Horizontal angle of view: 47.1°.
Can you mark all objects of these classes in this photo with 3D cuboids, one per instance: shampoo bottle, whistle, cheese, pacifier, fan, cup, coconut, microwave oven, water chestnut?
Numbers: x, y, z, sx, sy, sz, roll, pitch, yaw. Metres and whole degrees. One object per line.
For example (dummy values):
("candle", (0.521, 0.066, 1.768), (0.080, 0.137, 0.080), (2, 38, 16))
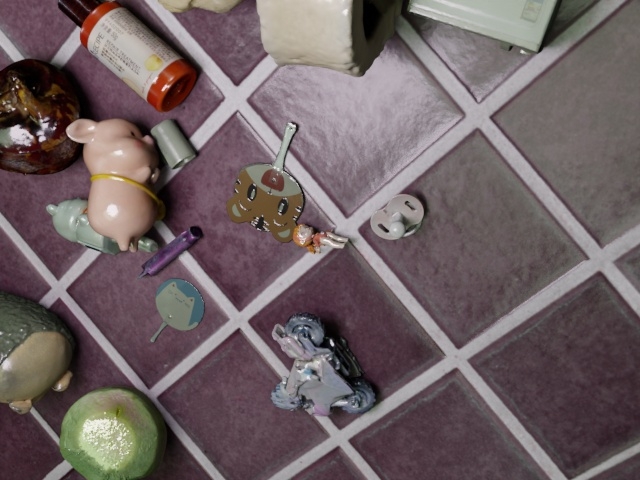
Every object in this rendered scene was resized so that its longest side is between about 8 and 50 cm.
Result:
("shampoo bottle", (-0.358, -0.358, 1.334), (0.278, 0.104, 0.104), (41, 115, 5))
("whistle", (-0.439, -0.027, 1.465), (0.253, 0.101, 0.106), (19, 108, 17))
("whistle", (-0.304, 0.027, 1.468), (0.176, 0.033, 0.033), (-35, 92, 25))
("cheese", (0.032, -0.414, 1.068), (0.153, 0.332, 0.292), (15, 137, 16))
("pacifier", (0.136, -0.029, 1.264), (0.081, 0.078, 0.099), (39, 116, -18))
("fan", (-0.307, 0.153, 1.522), (0.113, 0.005, 0.175), (41, 114, 4))
("cup", (-0.280, -0.180, 1.394), (0.054, 0.075, 0.083), (-32, 90, -16))
("coconut", (-0.433, 0.407, 1.539), (0.235, 0.236, 0.205), (-12, 78, 23))
("microwave oven", (0.255, -0.378, 1.085), (0.204, 0.129, 0.163), (23, 110, 13))
("fan", (-0.087, -0.113, 1.358), (0.152, 0.008, 0.227), (25, 114, 13))
("water chestnut", (-0.554, -0.237, 1.382), (0.223, 0.238, 0.224), (0, 67, 1))

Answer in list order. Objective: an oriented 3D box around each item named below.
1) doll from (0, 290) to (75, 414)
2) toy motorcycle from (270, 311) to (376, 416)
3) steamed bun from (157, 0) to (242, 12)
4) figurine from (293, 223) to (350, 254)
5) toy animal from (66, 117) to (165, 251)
("doll", (-0.695, 0.226, 1.575), (0.349, 0.247, 0.248), (25, 113, 22))
("toy motorcycle", (-0.032, 0.257, 1.393), (0.204, 0.108, 0.239), (-27, 95, 25))
("steamed bun", (-0.218, -0.527, 1.136), (0.372, 0.230, 0.325), (38, 118, 26))
("figurine", (0.000, 0.000, 1.335), (0.109, 0.064, 0.047), (10, 131, 27))
("toy animal", (-0.365, -0.103, 1.364), (0.149, 0.165, 0.248), (-12, 83, -4))
